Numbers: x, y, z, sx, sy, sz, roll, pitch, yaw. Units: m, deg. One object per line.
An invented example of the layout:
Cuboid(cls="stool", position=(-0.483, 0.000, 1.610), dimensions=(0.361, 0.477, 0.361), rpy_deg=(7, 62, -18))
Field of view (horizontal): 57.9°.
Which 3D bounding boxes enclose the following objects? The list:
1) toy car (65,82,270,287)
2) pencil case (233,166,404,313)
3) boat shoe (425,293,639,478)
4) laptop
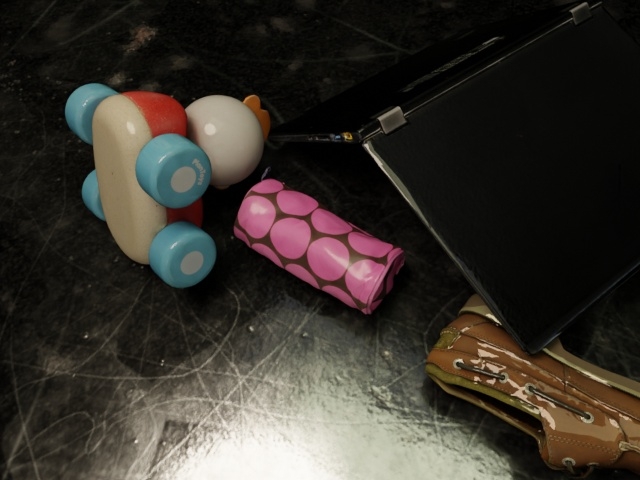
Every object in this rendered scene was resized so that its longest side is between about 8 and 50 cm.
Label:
Cuboid(cls="toy car", position=(-0.150, -0.096, 0.726), dimensions=(0.238, 0.210, 0.219), rpy_deg=(-24, 43, -35))
Cuboid(cls="pencil case", position=(0.000, 0.000, 0.691), dimensions=(0.209, 0.095, 0.098), rpy_deg=(32, 38, 21))
Cuboid(cls="boat shoe", position=(0.244, 0.175, 0.547), dimensions=(0.307, 0.111, 0.104), rpy_deg=(30, 68, 33))
Cuboid(cls="laptop", position=(0.208, -0.116, 0.729), dimensions=(0.382, 0.236, 0.408), rpy_deg=(-31, 22, -19))
